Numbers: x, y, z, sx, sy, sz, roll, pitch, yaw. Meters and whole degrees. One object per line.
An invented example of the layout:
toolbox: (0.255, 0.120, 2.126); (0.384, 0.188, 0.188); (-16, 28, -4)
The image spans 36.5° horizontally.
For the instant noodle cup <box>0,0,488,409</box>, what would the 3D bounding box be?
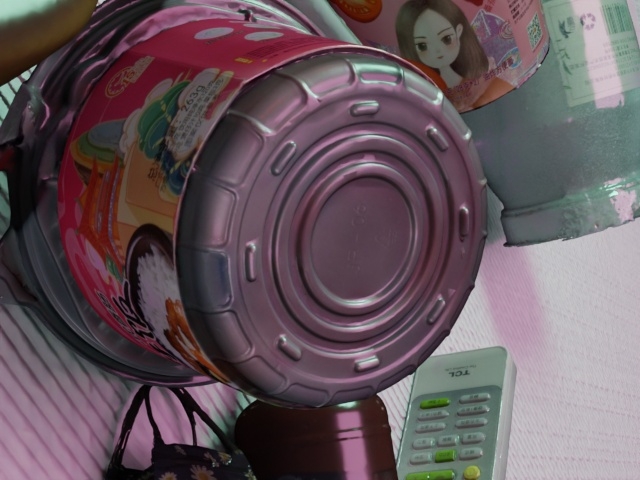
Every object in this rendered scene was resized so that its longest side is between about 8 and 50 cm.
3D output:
instant noodle cup: (-0.026, -0.018, 0.542); (0.302, 0.182, 0.258); (-26, 114, -27)

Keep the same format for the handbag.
handbag: (-0.086, 0.146, 0.607); (0.115, 0.072, 0.139); (23, 44, -49)

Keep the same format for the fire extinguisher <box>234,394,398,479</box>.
fire extinguisher: (0.013, 0.208, 0.677); (0.114, 0.136, 0.337); (25, 54, -69)

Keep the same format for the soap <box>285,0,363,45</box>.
soap: (-0.012, -0.149, 0.792); (0.265, 0.087, 0.159); (42, 13, -44)

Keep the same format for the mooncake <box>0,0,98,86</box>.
mooncake: (-0.221, -0.157, 0.460); (0.235, 0.117, 0.234); (27, 56, -50)

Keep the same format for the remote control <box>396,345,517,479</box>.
remote control: (0.121, 0.203, 0.895); (0.034, 0.103, 0.250); (57, 35, -33)

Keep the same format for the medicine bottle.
medicine bottle: (0.286, -0.152, 1.208); (0.245, 0.245, 0.289); (-22, 98, -60)

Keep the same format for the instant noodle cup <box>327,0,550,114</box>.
instant noodle cup: (0.108, -0.271, 0.980); (0.231, 0.243, 0.243); (61, 31, -36)
